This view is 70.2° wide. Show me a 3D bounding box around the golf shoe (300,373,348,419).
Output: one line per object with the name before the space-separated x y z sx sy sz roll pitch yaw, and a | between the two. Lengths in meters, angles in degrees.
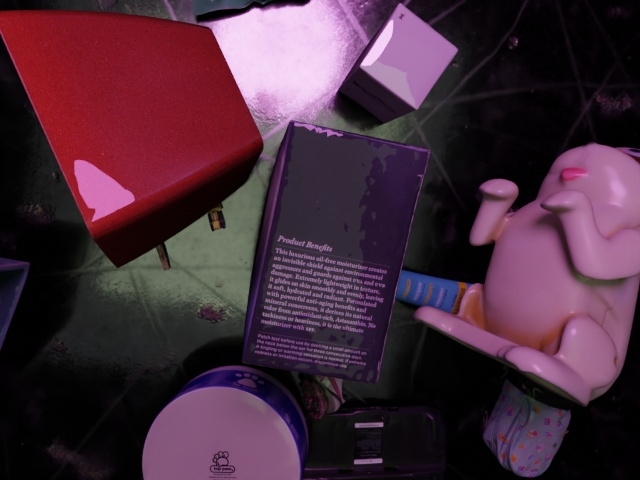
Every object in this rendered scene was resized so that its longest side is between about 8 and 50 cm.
golf shoe | 0.000 0.221 0.826 0.085 0.067 0.186 -15 99 -34

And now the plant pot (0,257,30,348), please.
plant pot | -0.612 0.116 0.612 0.252 0.247 0.248 18 86 -11

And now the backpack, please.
backpack | 0.385 0.344 0.861 0.151 0.115 0.182 21 98 -12

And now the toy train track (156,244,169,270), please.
toy train track | -0.276 0.011 0.780 0.048 0.014 0.083 -16 106 -12

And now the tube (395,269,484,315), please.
tube | 0.210 0.099 0.841 0.207 0.052 0.080 15 103 -15

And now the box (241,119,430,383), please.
box | 0.000 0.000 0.671 0.182 0.296 0.294 12 96 -8

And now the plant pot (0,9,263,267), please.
plant pot | -0.232 -0.143 0.632 0.235 0.267 0.268 -24 88 -21

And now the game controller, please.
game controller | 0.087 0.398 0.866 0.319 0.067 0.167 1 84 -8

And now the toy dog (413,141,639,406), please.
toy dog | 0.419 0.037 0.728 0.395 0.284 0.408 28 86 -16

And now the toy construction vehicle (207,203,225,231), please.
toy construction vehicle | -0.212 -0.058 0.766 0.085 0.035 0.098 -11 99 -6

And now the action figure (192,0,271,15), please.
action figure | -0.089 -0.430 0.717 0.232 0.063 0.137 -4 101 -8

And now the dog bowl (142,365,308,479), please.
dog bowl | -0.155 0.357 0.770 0.264 0.104 0.265 0 91 3

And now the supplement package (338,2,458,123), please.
supplement package | 0.110 -0.262 0.705 0.105 0.179 0.105 34 93 -10
